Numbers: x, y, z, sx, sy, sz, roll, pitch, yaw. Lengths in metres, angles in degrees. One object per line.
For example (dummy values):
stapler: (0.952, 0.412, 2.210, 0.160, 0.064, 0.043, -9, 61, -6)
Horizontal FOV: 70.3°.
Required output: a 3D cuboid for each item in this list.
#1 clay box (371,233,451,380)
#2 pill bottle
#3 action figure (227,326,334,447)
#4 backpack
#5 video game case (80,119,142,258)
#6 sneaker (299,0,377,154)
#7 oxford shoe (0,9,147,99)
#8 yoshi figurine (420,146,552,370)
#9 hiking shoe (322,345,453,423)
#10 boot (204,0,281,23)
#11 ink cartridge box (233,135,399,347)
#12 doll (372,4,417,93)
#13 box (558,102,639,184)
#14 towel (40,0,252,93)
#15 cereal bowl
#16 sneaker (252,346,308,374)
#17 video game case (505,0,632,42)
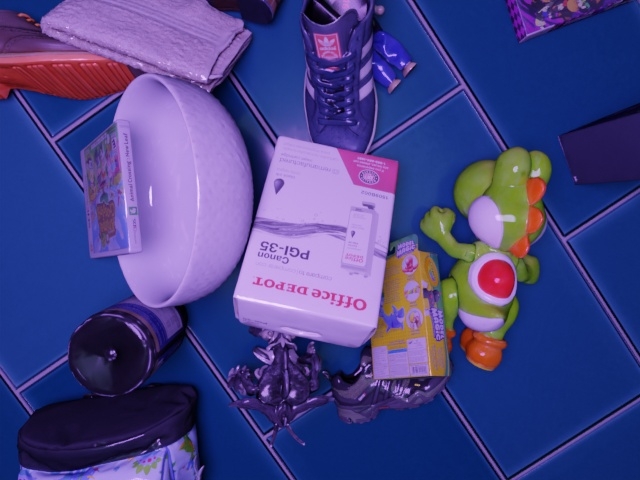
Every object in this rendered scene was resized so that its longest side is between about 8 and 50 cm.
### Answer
clay box: (0.138, 0.112, 0.746, 0.053, 0.127, 0.222, 13, 66, -34)
pill bottle: (-0.290, 0.151, 0.731, 0.122, 0.219, 0.123, 0, 94, 0)
action figure: (-0.069, 0.196, 0.745, 0.164, 0.141, 0.276, 1, 58, -11)
backpack: (-0.334, 0.464, 0.760, 0.290, 0.273, 0.356, -5, 107, -6)
video game case: (-0.342, -0.071, 0.730, 0.023, 0.212, 0.194, -6, 90, -41)
sneaker: (0.021, -0.278, 0.704, 0.131, 0.148, 0.350, 2, 108, 13)
oxford shoe: (-0.469, -0.317, 0.745, 0.363, 0.130, 0.133, -2, 80, -6)
yoshi figurine: (0.271, 0.017, 0.771, 0.203, 0.203, 0.362, 29, 113, 37)
hiking shoe: (0.120, 0.237, 0.804, 0.226, 0.086, 0.114, -23, 97, 3)
boot: (-0.158, -0.453, 0.770, 0.219, 0.082, 0.106, 25, 72, 2)
ink cartridge box: (0.000, 0.000, 0.711, 0.207, 0.117, 0.283, 12, 64, -2)
doll: (0.071, -0.338, 0.778, 0.189, 0.046, 0.129, 43, 101, -3)
box: (0.522, -0.166, 0.684, 0.184, 0.261, 0.103, -24, 94, 2)
towel: (-0.265, -0.339, 0.726, 0.282, 0.049, 0.187, 19, 52, -2)
cereal bowl: (-0.205, -0.072, 0.698, 0.141, 0.338, 0.339, -6, 96, -42)
sneaker: (-0.071, 0.213, 0.831, 0.109, 0.040, 0.044, 23, 80, -6)
video game case: (0.406, -0.487, 0.768, 0.210, 0.042, 0.232, -19, 94, 3)
